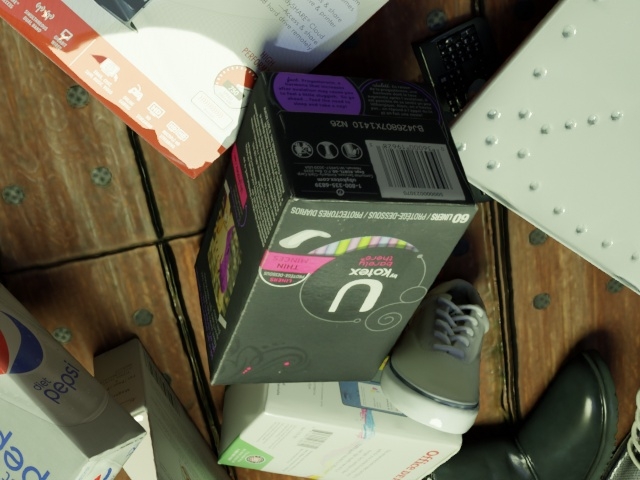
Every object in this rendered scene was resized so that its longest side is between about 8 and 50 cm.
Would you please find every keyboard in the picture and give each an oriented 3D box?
[{"bbox_3d":[0.142,-0.110,1.062,0.100,0.038,0.192,-24,121,5],"label":"keyboard"}]

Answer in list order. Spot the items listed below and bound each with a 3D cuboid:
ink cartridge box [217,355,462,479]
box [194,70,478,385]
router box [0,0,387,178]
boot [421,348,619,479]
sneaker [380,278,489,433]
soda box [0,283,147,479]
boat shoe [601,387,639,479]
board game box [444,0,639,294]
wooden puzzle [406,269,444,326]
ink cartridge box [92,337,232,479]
[{"bbox_3d":[0.019,0.183,1.151,0.212,0.093,0.154,14,146,-16],"label":"ink cartridge box"},{"bbox_3d":[0.000,0.000,0.981,0.165,0.143,0.270,1,142,-20],"label":"box"},{"bbox_3d":[-0.119,-0.263,0.895,0.301,0.082,0.335,-41,119,15],"label":"router box"},{"bbox_3d":[0.210,0.237,1.247,0.207,0.094,0.246,-6,128,-12],"label":"boot"},{"bbox_3d":[0.114,0.098,1.058,0.094,0.258,0.091,19,105,-1],"label":"sneaker"},{"bbox_3d":[-0.295,0.117,0.992,0.286,0.091,0.098,43,111,15],"label":"soda box"},{"bbox_3d":[0.380,0.210,1.232,0.158,0.127,0.340,22,106,-40],"label":"boat shoe"},{"bbox_3d":[0.357,-0.146,1.048,0.390,0.050,0.390,30,111,-31],"label":"board game box"},{"bbox_3d":[0.109,0.067,1.179,0.049,0.006,0.083,-11,122,-4],"label":"wooden puzzle"},{"bbox_3d":[-0.134,0.268,1.118,0.060,0.239,0.275,-26,121,2],"label":"ink cartridge box"}]
